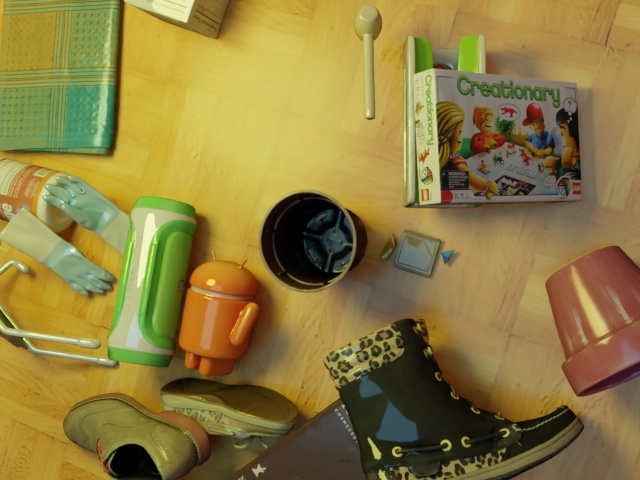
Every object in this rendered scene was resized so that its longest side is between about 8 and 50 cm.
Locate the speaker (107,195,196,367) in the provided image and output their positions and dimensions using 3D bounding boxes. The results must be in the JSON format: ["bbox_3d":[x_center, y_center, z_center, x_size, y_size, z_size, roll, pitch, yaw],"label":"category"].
[{"bbox_3d":[-0.305,0.075,1.451,0.131,0.131,0.296,6,82,17],"label":"speaker"}]

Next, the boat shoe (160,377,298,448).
[{"bbox_3d":[-0.164,0.316,1.446,0.285,0.104,0.089,6,106,32],"label":"boat shoe"}]

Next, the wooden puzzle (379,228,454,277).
[{"bbox_3d":[0.167,0.021,1.387,0.116,0.014,0.078,25,102,16],"label":"wooden puzzle"}]

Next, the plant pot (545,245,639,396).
[{"bbox_3d":[0.443,0.116,1.220,0.201,0.201,0.180,-29,67,15],"label":"plant pot"}]

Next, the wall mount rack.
[{"bbox_3d":[-0.533,0.139,1.473,0.130,0.350,0.304,-41,81,-15],"label":"wall mount rack"}]

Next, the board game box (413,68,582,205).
[{"bbox_3d":[0.278,-0.153,1.223,0.053,0.305,0.193,-4,90,57],"label":"board game box"}]

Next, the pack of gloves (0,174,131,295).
[{"bbox_3d":[-0.451,0.002,1.493,0.232,0.046,0.195,39,104,-24],"label":"pack of gloves"}]

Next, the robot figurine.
[{"bbox_3d":[-0.181,0.131,1.434,0.128,0.158,0.219,10,93,-10],"label":"robot figurine"}]

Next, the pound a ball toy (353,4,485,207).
[{"bbox_3d":[0.160,-0.215,1.314,0.208,0.136,0.319,-1,88,2],"label":"pound a ball toy"}]

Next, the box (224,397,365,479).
[{"bbox_3d":[-0.020,0.428,1.383,0.381,0.143,0.191,-38,79,12],"label":"box"}]

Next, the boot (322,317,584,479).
[{"bbox_3d":[0.205,0.256,1.264,0.377,0.138,0.284,-18,69,-17],"label":"boot"}]

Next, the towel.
[{"bbox_3d":[-0.520,-0.356,1.583,0.271,0.040,0.370,4,90,16],"label":"towel"}]

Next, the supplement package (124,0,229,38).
[{"bbox_3d":[-0.230,-0.511,1.438,0.134,0.139,0.244,22,96,14],"label":"supplement package"}]

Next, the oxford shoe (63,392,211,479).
[{"bbox_3d":[-0.370,0.366,1.461,0.348,0.130,0.123,-2,108,34],"label":"oxford shoe"}]

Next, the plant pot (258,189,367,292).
[{"bbox_3d":[0.000,0.000,1.358,0.167,0.165,0.167,0,91,16],"label":"plant pot"}]

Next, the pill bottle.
[{"bbox_3d":[-0.592,-0.094,1.562,0.216,0.121,0.121,14,94,17],"label":"pill bottle"}]
